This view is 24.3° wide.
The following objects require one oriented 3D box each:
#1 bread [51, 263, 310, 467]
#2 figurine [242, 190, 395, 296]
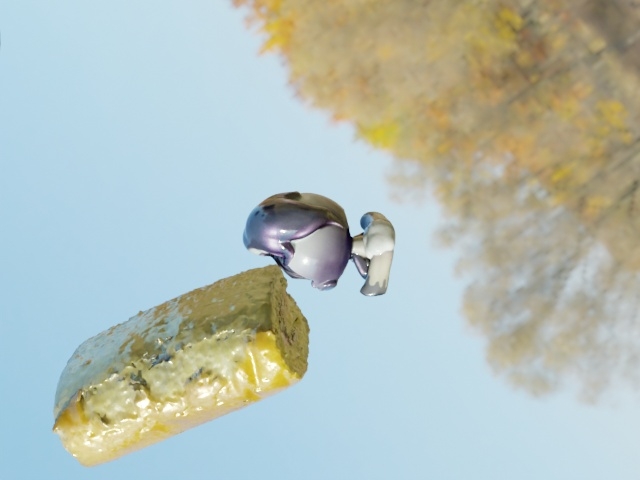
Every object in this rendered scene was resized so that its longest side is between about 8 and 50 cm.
[{"bbox_3d":[-0.210,0.188,2.216,0.165,0.375,0.236,62,-164,-22],"label":"bread"},{"bbox_3d":[0.000,0.000,2.118,0.222,0.145,0.145,8,-151,-14],"label":"figurine"}]
